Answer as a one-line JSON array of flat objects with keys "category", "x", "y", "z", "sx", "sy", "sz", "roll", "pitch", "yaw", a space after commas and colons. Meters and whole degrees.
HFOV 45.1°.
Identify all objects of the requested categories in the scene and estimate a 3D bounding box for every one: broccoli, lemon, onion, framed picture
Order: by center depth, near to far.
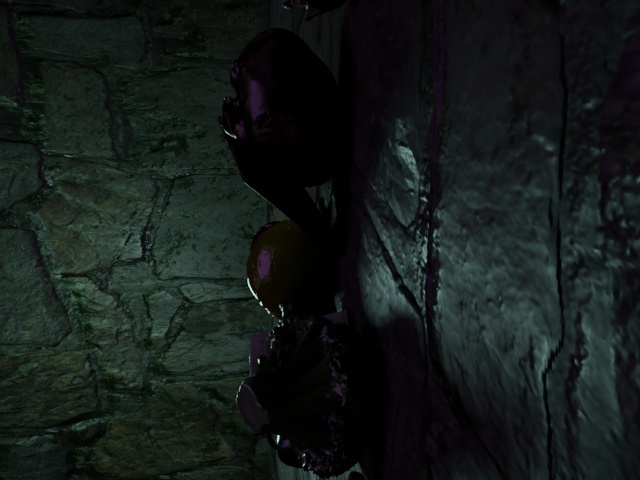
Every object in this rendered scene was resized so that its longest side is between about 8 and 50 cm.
[{"category": "broccoli", "x": -0.020, "y": 0.242, "z": 1.222, "sx": 0.269, "sy": 0.241, "sz": 0.261, "roll": 52, "pitch": 132, "yaw": 28}, {"category": "onion", "x": -0.074, "y": -0.240, "z": 1.469, "sx": 0.314, "sy": 0.232, "sz": 0.314, "roll": 158, "pitch": 90, "yaw": -89}, {"category": "framed picture", "x": -0.087, "y": -0.115, "z": 1.554, "sx": 0.016, "sy": 0.265, "sz": 0.347, "roll": -46, "pitch": 29, "yaw": 10}, {"category": "lemon", "x": -0.062, "y": 0.052, "z": 1.632, "sx": 0.184, "sy": 0.184, "sz": 0.248, "roll": -101, "pitch": 29, "yaw": -52}]

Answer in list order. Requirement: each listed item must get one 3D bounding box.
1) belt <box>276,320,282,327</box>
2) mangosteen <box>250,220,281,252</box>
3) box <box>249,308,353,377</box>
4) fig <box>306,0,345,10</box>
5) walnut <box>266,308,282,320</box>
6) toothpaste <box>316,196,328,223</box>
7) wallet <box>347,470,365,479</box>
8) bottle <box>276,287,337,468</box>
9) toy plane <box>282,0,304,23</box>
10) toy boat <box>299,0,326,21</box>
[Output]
[{"category": "belt", "x": -0.059, "y": 0.307, "z": 1.921, "sx": 0.184, "sy": 0.105, "sz": 0.261, "roll": -102, "pitch": 14, "yaw": -47}, {"category": "mangosteen", "x": -0.115, "y": 0.039, "z": 2.170, "sx": 0.166, "sy": 0.166, "sz": 0.180, "roll": -100, "pitch": -13, "yaw": -49}, {"category": "box", "x": -0.034, "y": 0.200, "z": 1.394, "sx": 0.029, "sy": 0.198, "sz": 0.109, "roll": 58, "pitch": -160, "yaw": -51}, {"category": "fig", "x": 0.011, "y": -0.456, "z": 1.297, "sx": 0.155, "sy": 0.103, "sz": 0.109, "roll": 86, "pitch": 159, "yaw": -76}, {"category": "walnut", "x": -0.074, "y": 0.093, "z": 1.817, "sx": 0.159, "sy": 0.159, "sz": 0.207, "roll": 98, "pitch": 175, "yaw": -49}, {"category": "toothpaste", "x": 0.000, "y": 0.000, "z": 1.714, "sx": 0.049, "sy": 0.031, "sz": 0.204, "roll": -100, "pitch": 10, "yaw": -66}, {"category": "wallet", "x": 0.050, "y": 0.533, "z": 1.366, "sx": 0.309, "sy": 0.042, "sz": 0.165, "roll": 102, "pitch": 167, "yaw": -55}, {"category": "bottle", "x": -0.019, "y": 0.247, "z": 1.458, "sx": 0.144, "sy": 0.144, "sz": 0.336, "roll": 100, "pitch": 167, "yaw": -55}, {"category": "toy plane", "x": -0.050, "y": -0.600, "z": 1.872, "sx": 0.194, "sy": 0.077, "sz": 0.126, "roll": -86, "pitch": 8, "yaw": -62}, {"category": "toy boat", "x": -0.022, "y": -0.550, "z": 1.668, "sx": 0.210, "sy": 0.066, "sz": 0.084, "roll": -99, "pitch": 12, "yaw": -49}]
